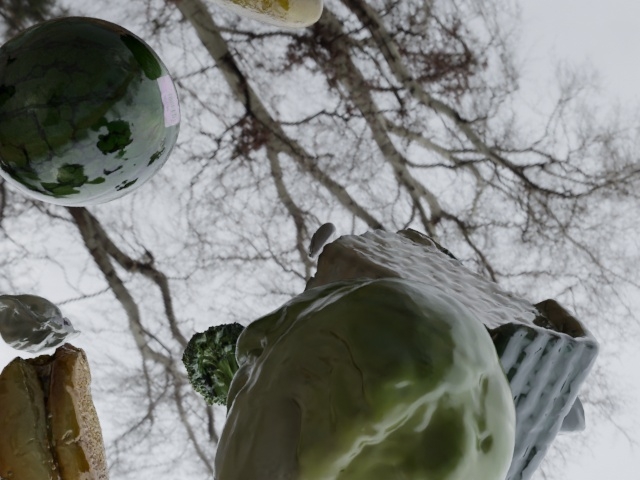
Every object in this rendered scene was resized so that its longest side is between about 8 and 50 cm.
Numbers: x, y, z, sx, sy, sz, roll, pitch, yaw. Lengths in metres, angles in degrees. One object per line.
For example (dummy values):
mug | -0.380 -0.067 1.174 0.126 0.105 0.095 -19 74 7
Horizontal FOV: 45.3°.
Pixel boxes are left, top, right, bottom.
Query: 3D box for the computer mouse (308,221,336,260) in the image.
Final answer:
computer mouse | -0.002 -0.002 1.731 0.039 0.066 0.096 35 -111 9

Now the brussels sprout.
brussels sprout | 0.038 0.164 0.708 0.273 0.243 0.317 -5 -143 19

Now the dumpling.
dumpling | -0.522 0.155 1.414 0.127 0.188 0.108 5 -119 37

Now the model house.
model house | 0.158 0.260 1.006 0.399 0.395 0.446 27 -76 29

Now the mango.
mango | -0.147 -0.511 1.454 0.365 0.253 0.182 41 -72 18

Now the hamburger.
hamburger | -0.449 0.337 1.285 0.170 0.315 0.290 -12 176 -13

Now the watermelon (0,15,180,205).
watermelon | -0.438 -0.230 1.382 0.363 0.363 0.363 -23 -143 18

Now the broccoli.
broccoli | -0.207 0.283 1.747 0.198 0.226 0.176 -41 -107 -2
